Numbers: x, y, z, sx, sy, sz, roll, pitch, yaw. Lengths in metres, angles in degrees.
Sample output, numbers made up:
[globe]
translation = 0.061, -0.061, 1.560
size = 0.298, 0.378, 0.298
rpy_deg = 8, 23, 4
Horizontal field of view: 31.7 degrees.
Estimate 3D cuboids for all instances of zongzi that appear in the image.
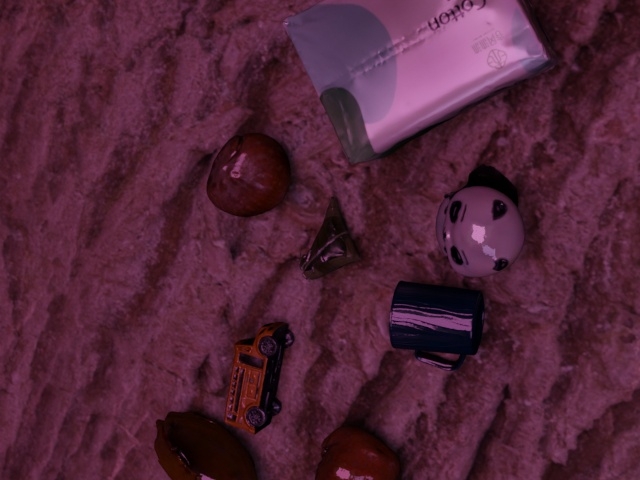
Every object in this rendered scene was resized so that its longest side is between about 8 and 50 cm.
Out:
[zongzi]
translation = 0.000, 0.000, 1.944
size = 0.109, 0.055, 0.119
rpy_deg = -27, 75, 21

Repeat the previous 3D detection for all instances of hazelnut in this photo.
[hazelnut]
translation = -0.125, -0.111, 1.931
size = 0.154, 0.143, 0.143
rpy_deg = -43, 81, 19

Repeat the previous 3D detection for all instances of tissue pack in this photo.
[tissue pack]
translation = 0.157, -0.310, 1.779
size = 0.357, 0.194, 0.266
rpy_deg = -27, 85, 19

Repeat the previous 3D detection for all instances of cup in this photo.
[cup]
translation = 0.197, 0.137, 1.869
size = 0.138, 0.150, 0.113
rpy_deg = 6, 63, 17

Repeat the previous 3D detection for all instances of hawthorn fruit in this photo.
[hawthorn fruit]
translation = 0.072, 0.405, 1.907
size = 0.189, 0.149, 0.149
rpy_deg = 39, 106, 14

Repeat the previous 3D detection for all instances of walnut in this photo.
[walnut]
translation = -0.206, 0.396, 2.014
size = 0.245, 0.137, 0.137
rpy_deg = 34, 105, 14

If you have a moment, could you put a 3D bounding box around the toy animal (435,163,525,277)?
[toy animal]
translation = 0.252, -0.027, 1.792
size = 0.138, 0.179, 0.165
rpy_deg = -5, 101, 6

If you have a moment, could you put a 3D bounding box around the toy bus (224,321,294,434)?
[toy bus]
translation = -0.112, 0.235, 1.986
size = 0.088, 0.083, 0.194
rpy_deg = 14, 100, 18
